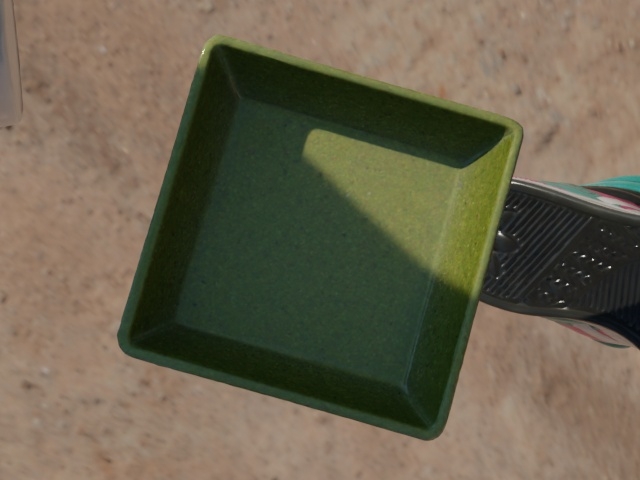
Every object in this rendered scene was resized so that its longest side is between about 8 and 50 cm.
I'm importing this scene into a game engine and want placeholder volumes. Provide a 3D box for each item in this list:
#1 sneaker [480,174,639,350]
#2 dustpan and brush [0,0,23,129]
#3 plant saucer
[{"bbox_3d":[0.236,0.036,1.166,0.295,0.178,0.124,25,104,27],"label":"sneaker"},{"bbox_3d":[-0.248,-0.137,1.242,0.060,0.211,0.147,-5,103,-5],"label":"dustpan and brush"},{"bbox_3d":[0.000,0.000,1.008,0.188,0.045,0.188,16,82,-2],"label":"plant saucer"}]
